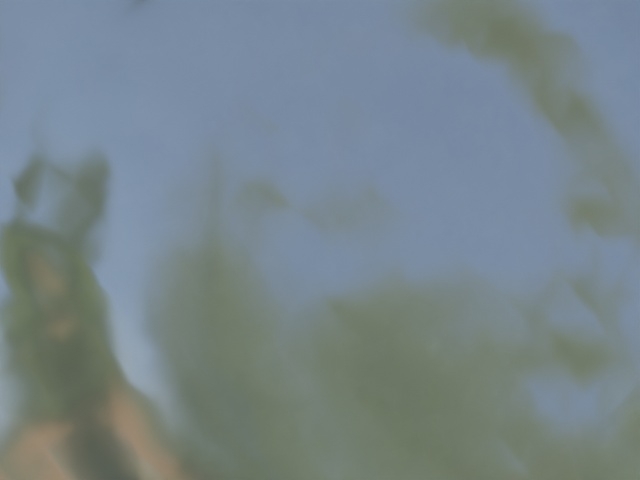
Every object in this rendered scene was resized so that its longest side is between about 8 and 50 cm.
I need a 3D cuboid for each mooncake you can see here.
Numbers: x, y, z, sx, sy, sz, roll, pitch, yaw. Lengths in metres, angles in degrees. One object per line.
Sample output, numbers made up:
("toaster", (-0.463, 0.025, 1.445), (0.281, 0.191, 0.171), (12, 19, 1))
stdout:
("mooncake", (0.000, 0.000, 0.388), (0.275, 0.275, 0.135), (25, -9, -15))
